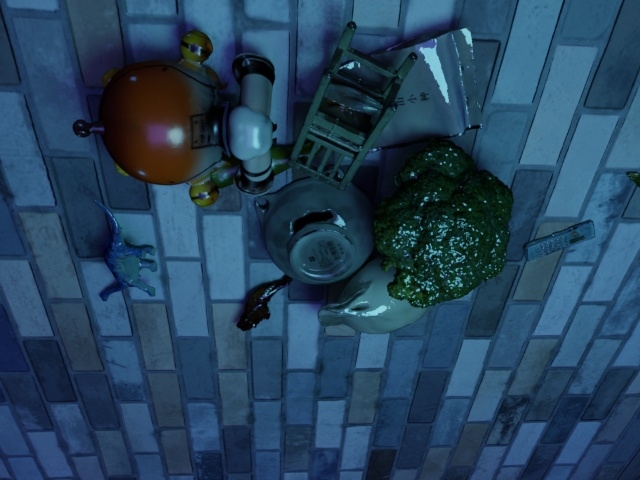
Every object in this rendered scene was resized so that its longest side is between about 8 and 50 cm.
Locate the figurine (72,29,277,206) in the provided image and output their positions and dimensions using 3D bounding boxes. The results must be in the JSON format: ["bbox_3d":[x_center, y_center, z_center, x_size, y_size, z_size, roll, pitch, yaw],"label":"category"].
[{"bbox_3d":[-0.244,-0.206,0.847,0.324,0.196,0.319,1,110,0],"label":"figurine"}]

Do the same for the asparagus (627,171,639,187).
[{"bbox_3d":[0.741,-0.128,1.083,0.108,0.025,0.021,30,126,-22],"label":"asparagus"}]

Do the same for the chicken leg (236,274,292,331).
[{"bbox_3d":[-0.149,0.161,1.199,0.093,0.053,0.205,8,134,-37],"label":"chicken leg"}]

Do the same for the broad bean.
[{"bbox_3d":[-0.111,-0.176,0.974,0.318,0.056,0.098,-27,111,7],"label":"broad bean"}]

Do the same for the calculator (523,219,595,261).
[{"bbox_3d":[0.590,0.001,1.165,0.172,0.018,0.057,-22,124,9],"label":"calculator"}]

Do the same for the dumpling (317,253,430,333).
[{"bbox_3d":[0.165,0.134,1.139,0.181,0.341,0.260,42,156,13],"label":"dumpling"}]

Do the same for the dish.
[{"bbox_3d":[0.000,0.000,1.059,0.304,0.120,0.302,-2,125,-3],"label":"dish"}]

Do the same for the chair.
[{"bbox_3d":[0.049,-0.235,0.872,0.137,0.147,0.270,24,153,-5],"label":"chair"}]

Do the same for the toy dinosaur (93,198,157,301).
[{"bbox_3d":[-0.441,0.049,1.087,0.145,0.076,0.329,15,132,-6],"label":"toy dinosaur"}]

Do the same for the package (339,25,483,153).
[{"bbox_3d":[0.178,-0.283,0.924,0.251,0.062,0.203,-10,125,18],"label":"package"}]

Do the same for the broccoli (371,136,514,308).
[{"bbox_3d":[0.224,-0.035,0.955,0.321,0.283,0.303,-37,106,-19],"label":"broccoli"}]
